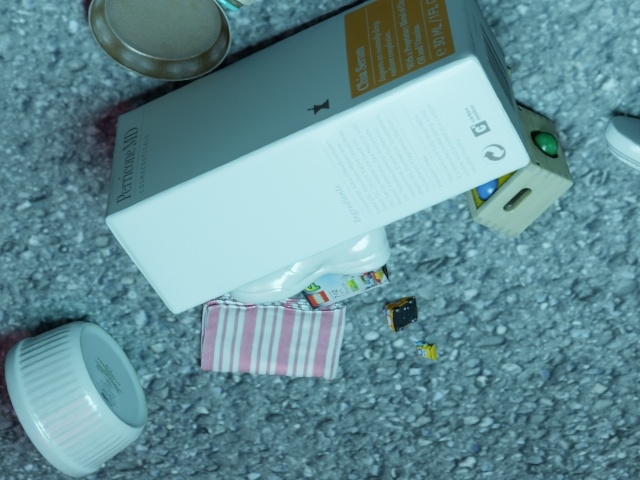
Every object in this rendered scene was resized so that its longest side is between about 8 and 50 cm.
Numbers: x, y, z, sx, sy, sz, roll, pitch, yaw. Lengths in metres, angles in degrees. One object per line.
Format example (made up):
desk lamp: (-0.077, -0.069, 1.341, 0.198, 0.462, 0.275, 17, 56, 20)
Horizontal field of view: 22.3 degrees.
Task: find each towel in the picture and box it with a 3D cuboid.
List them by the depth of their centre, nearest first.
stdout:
towel: (-0.067, 0.137, 2.248, 0.197, 0.029, 0.144, 5, 132, -2)

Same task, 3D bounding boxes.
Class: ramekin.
ramekin: (-0.324, 0.208, 2.208, 0.109, 0.207, 0.207, -28, 125, 12)

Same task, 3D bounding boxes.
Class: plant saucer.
plant saucer: (-0.185, -0.256, 1.892, 0.168, 0.029, 0.168, 6, 140, 5)

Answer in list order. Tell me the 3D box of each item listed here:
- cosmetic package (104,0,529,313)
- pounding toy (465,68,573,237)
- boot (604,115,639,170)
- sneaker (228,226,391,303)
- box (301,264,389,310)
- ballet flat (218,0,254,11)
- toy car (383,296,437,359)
cosmetic package: (-0.009, -0.118, 1.864, 0.453, 0.230, 0.161, -24, 124, 14)
pounding toy: (0.231, -0.106, 1.971, 0.100, 0.130, 0.141, 20, 130, -31)
boot: (0.441, -0.057, 2.016, 0.258, 0.095, 0.123, 21, 122, -18)
sneaker: (-0.023, 0.008, 2.032, 0.212, 0.080, 0.094, -18, 124, -1)
box: (0.000, 0.000, 2.097, 0.114, 0.036, 0.207, -21, 135, 11)
ballet flat: (-0.181, -0.372, 1.771, 0.316, 0.107, 0.106, 29, 106, -28)
toy car: (0.115, 0.129, 2.220, 0.041, 0.060, 0.122, 8, 133, 38)
